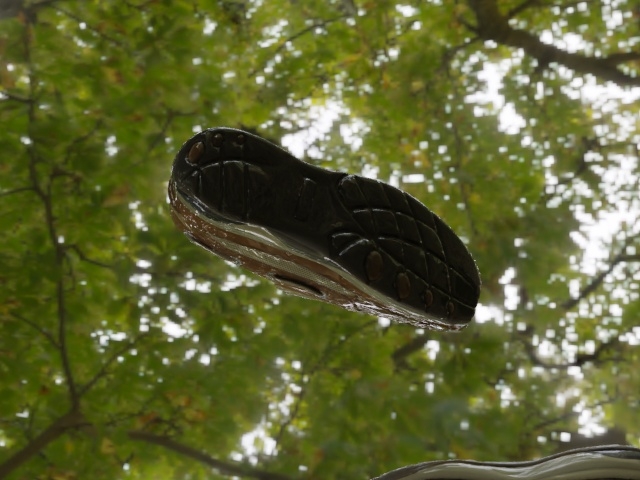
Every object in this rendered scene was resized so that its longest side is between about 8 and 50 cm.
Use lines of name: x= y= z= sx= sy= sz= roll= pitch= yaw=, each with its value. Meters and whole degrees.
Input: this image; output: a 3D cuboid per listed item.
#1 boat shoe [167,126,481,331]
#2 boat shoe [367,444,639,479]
boat shoe: x=0.000 y=0.000 z=0.992 sx=0.324 sy=0.120 sz=0.123 roll=27 pitch=-124 yaw=-8
boat shoe: x=0.155 y=0.282 z=0.926 sx=0.130 sy=0.355 sz=0.132 roll=-94 pitch=-12 yaw=-48
